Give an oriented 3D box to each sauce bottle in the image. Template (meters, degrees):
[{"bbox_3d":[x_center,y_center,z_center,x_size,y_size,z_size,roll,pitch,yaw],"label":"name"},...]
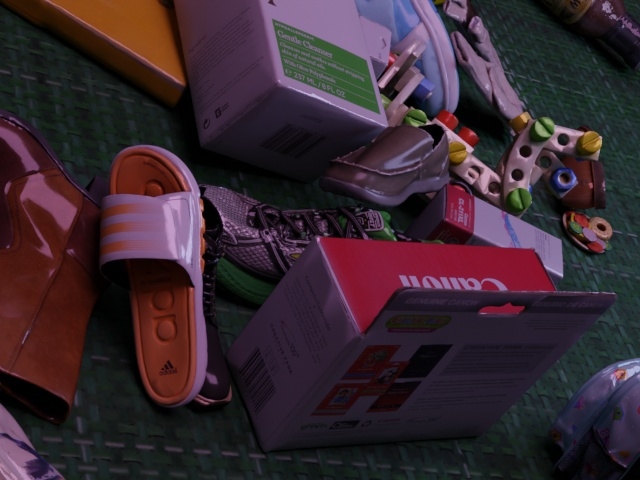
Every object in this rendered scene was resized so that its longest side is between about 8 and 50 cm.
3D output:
[{"bbox_3d":[0.457,-0.444,2.375,0.344,0.111,0.111,42,37,9],"label":"sauce bottle"}]

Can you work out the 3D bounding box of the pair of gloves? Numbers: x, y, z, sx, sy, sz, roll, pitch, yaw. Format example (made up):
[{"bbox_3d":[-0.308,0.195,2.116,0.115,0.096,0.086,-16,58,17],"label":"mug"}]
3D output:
[{"bbox_3d":[0.249,-0.277,2.008,0.204,0.042,0.240,49,23,-38],"label":"pair of gloves"}]

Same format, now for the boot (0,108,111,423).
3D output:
[{"bbox_3d":[-0.325,0.016,1.293,0.264,0.096,0.280,38,40,-21],"label":"boot"}]

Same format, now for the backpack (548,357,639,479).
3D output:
[{"bbox_3d":[0.371,0.216,1.542,0.166,0.188,0.144,-4,53,-40],"label":"backpack"}]

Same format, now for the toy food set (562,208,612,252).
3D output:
[{"bbox_3d":[0.389,-0.014,1.938,0.083,0.020,0.082,30,38,-11],"label":"toy food set"}]

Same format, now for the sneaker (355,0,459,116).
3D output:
[{"bbox_3d":[0.060,-0.300,1.914,0.208,0.127,0.319,-22,90,-14],"label":"sneaker"}]

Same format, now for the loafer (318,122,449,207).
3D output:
[{"bbox_3d":[0.080,-0.098,1.577,0.094,0.087,0.251,17,17,25],"label":"loafer"}]

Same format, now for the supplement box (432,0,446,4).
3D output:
[{"bbox_3d":[0.166,-0.508,2.136,0.195,0.194,0.357,49,39,16],"label":"supplement box"}]

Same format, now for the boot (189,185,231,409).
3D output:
[{"bbox_3d":[-0.124,0.057,1.351,0.077,0.137,0.198,-6,55,-43],"label":"boot"}]

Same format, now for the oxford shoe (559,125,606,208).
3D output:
[{"bbox_3d":[0.383,-0.114,2.007,0.076,0.076,0.212,-5,28,9],"label":"oxford shoe"}]

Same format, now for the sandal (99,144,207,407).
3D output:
[{"bbox_3d":[-0.165,0.031,1.300,0.076,0.102,0.265,9,70,-65],"label":"sandal"}]

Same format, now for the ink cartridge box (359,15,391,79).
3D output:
[{"bbox_3d":[0.043,-0.229,1.801,0.052,0.122,0.088,26,38,-16],"label":"ink cartridge box"}]

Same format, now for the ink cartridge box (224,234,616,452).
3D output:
[{"bbox_3d":[0.106,0.089,1.392,0.309,0.272,0.130,3,49,-38],"label":"ink cartridge box"}]

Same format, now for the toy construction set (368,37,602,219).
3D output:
[{"bbox_3d":[0.187,-0.138,1.770,0.328,0.151,0.215,36,80,15],"label":"toy construction set"}]

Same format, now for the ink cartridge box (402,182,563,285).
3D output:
[{"bbox_3d":[0.195,0.025,1.651,0.175,0.127,0.072,25,40,-16],"label":"ink cartridge box"}]

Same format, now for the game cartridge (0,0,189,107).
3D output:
[{"bbox_3d":[-0.274,-0.333,1.722,0.324,0.052,0.285,31,37,-5],"label":"game cartridge"}]

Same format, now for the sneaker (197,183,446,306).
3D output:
[{"bbox_3d":[0.000,0.000,1.506,0.344,0.146,0.134,18,41,-23],"label":"sneaker"}]

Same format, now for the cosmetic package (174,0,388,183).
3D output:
[{"bbox_3d":[-0.066,-0.276,1.674,0.197,0.155,0.365,15,52,-43],"label":"cosmetic package"}]

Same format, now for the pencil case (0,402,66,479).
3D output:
[{"bbox_3d":[-0.254,0.221,1.034,0.410,0.183,0.160,46,55,10],"label":"pencil case"}]
